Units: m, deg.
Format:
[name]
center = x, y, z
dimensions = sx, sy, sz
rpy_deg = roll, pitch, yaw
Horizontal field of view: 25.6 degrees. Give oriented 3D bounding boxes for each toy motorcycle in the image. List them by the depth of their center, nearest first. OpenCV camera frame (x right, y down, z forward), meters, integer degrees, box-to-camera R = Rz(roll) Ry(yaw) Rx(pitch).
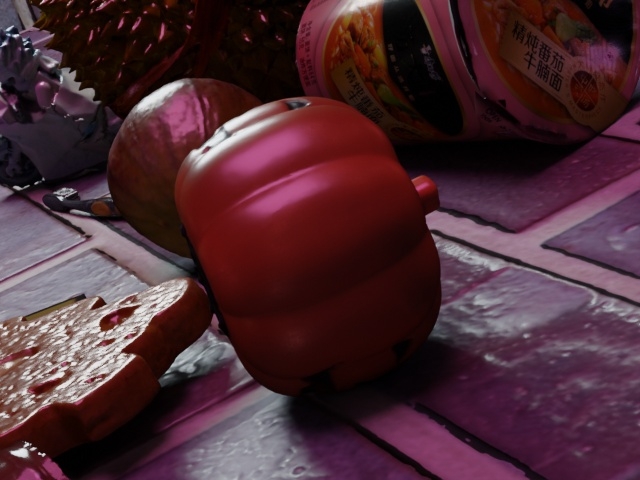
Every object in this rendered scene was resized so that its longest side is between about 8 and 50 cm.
[toy motorcycle]
center = -0.302, -0.167, 1.631
dimensions = 0.239, 0.204, 0.108
rpy_deg = -27, 36, -5

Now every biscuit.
[biscuit]
center = -0.225, 0.109, 1.001
dimensions = 0.306, 0.043, 0.284
rpy_deg = -2, 27, 47

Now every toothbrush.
[toothbrush]
center = -0.212, -0.035, 1.447
dimensions = 0.031, 0.023, 0.321
rpy_deg = -34, 23, -26

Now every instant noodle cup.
[instant noodle cup]
center = 0.116, -0.179, 1.246
dimensions = 0.244, 0.244, 0.255
rpy_deg = -35, 15, -36

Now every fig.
[fig]
center = -0.086, -0.025, 1.182
dimensions = 0.160, 0.231, 0.143
rpy_deg = -21, -24, -5

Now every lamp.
[lamp]
center = 0.000, 0.000, 0.891
dimensions = 0.164, 0.188, 0.187
rpy_deg = -24, 19, -5

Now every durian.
[durian]
center = -0.120, -0.272, 1.505
dimensions = 0.384, 0.348, 0.347
rpy_deg = -9, 18, -9

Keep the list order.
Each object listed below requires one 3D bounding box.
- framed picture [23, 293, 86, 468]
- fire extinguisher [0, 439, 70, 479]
[framed picture]
center = -0.293, 0.138, 1.072
dimensions = 0.244, 0.013, 0.324
rpy_deg = -21, 18, -3
[fire extinguisher]
center = -0.264, 0.230, 0.676
dimensions = 0.337, 0.106, 0.147
rpy_deg = -30, -4, -27
